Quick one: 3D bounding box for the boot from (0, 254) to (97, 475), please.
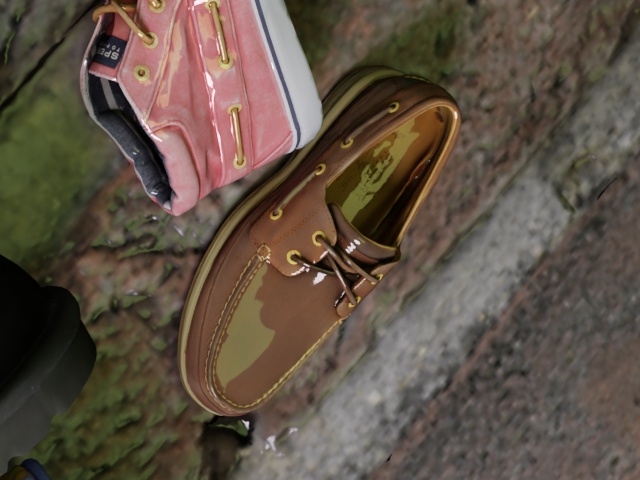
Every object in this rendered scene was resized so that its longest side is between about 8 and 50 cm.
[{"bbox_3d":[-0.266,0.010,0.614,0.348,0.131,0.260,-25,109,-22],"label":"boot"}]

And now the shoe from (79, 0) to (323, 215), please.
[{"bbox_3d":[-0.065,-0.100,0.742,0.081,0.063,0.178,-34,117,-25],"label":"shoe"}]

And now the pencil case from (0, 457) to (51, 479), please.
[{"bbox_3d":[-0.212,0.192,0.675,0.306,0.133,0.119,-23,82,-24],"label":"pencil case"}]

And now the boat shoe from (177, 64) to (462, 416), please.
[{"bbox_3d":[0.000,0.000,0.796,0.064,0.060,0.178,39,80,-28],"label":"boat shoe"}]
